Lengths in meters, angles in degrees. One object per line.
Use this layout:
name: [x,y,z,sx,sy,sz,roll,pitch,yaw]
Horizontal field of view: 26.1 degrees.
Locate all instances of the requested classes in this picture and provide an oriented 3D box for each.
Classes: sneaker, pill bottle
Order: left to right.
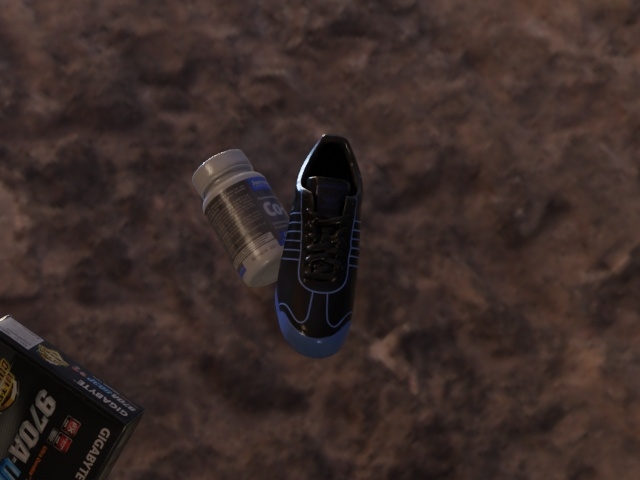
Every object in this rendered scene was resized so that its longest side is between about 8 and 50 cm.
pill bottle: [-0.078,-0.025,1.486,0.078,0.078,0.137,-3,-123,-57]
sneaker: [0.000,0.000,1.367,0.081,0.090,0.232,4,-127,-3]

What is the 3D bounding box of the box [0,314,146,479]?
box: [-0.303,0.212,1.408,0.175,0.220,0.051,34,-158,7]
